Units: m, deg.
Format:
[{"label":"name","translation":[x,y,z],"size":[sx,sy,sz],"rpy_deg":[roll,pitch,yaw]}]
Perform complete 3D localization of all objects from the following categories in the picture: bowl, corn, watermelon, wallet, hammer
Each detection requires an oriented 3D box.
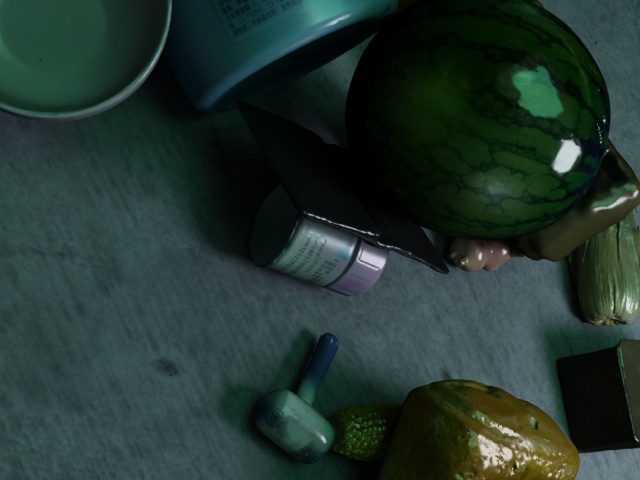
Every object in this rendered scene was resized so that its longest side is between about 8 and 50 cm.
[{"label":"bowl","translation":[-0.327,-0.281,1.102],"size":[0.287,0.144,0.287],"rpy_deg":[0,89,-12]},{"label":"corn","translation":[0.554,0.015,1.759],"size":[0.122,0.123,0.305],"rpy_deg":[12,65,-33]},{"label":"watermelon","translation":[0.217,-0.169,1.236],"size":[0.363,0.363,0.363],"rpy_deg":[15,64,-34]},{"label":"wallet","translation":[0.036,-0.073,1.268],"size":[0.323,0.041,0.247],"rpy_deg":[23,27,-45]},{"label":"corn","translation":[0.126,0.286,1.332],"size":[0.260,0.091,0.091],"rpy_deg":[9,67,-35]},{"label":"hammer","translation":[-0.014,0.208,1.265],"size":[0.116,0.069,0.194],"rpy_deg":[41,47,-18]}]

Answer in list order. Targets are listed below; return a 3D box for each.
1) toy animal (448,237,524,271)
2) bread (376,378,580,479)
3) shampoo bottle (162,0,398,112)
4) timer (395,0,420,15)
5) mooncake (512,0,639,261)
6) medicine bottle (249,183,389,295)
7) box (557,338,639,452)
[{"label":"toy animal","translation":[0.282,0.016,1.565],"size":[0.150,0.089,0.083],"rpy_deg":[-19,89,-33]},{"label":"bread","translation":[0.228,0.380,1.270],"size":[0.328,0.148,0.337],"rpy_deg":[24,87,-31]},{"label":"shampoo bottle","translation":[-0.103,-0.394,1.241],"size":[0.331,0.331,0.343],"rpy_deg":[-30,94,-42]},{"label":"timer","translation":[0.192,-0.551,1.594],"size":[0.161,0.250,0.257],"rpy_deg":[-20,86,-42]},{"label":"mooncake","translation":[0.355,-0.169,1.522],"size":[0.393,0.246,0.394],"rpy_deg":[48,18,-36]},{"label":"medicine bottle","translation":[0.000,0.000,1.309],"size":[0.168,0.135,0.135],"rpy_deg":[24,60,-31]},{"label":"box","translation":[0.588,0.287,1.672],"size":[0.273,0.143,0.184],"rpy_deg":[6,70,-37]}]
